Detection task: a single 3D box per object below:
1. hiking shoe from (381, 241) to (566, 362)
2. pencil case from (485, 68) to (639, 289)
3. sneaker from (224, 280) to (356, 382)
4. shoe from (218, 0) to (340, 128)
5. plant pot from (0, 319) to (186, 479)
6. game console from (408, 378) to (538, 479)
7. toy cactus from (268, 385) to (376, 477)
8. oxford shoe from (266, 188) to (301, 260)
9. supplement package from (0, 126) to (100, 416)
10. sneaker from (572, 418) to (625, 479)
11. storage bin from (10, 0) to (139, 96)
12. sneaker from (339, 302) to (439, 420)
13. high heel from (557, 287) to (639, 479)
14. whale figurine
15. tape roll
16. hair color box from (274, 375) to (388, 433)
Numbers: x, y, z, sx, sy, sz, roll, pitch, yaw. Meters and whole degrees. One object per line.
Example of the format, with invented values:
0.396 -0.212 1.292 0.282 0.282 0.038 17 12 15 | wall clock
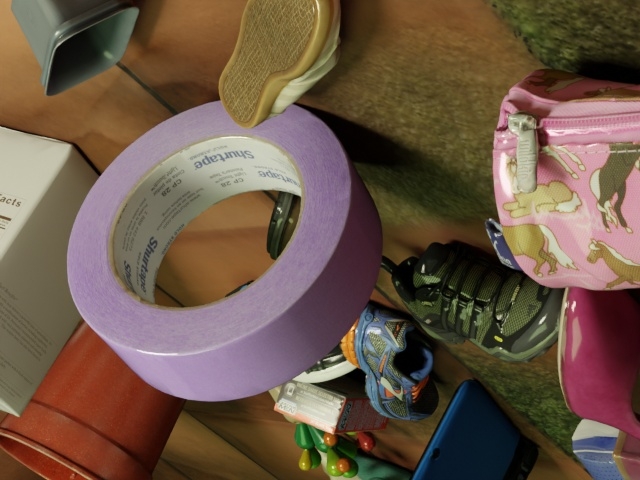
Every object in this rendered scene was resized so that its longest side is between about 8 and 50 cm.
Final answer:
0.144 0.054 1.280 0.114 0.086 0.227 38 158 -28 | hiking shoe
0.279 -0.041 0.808 0.386 0.167 0.160 2 110 50 | pencil case
-0.048 0.108 1.659 0.217 0.079 0.121 -4 127 39 | sneaker
-0.026 -0.159 1.079 0.076 0.058 0.219 61 154 6 | shoe
-0.337 0.258 2.100 0.272 0.265 0.272 25 159 11 | plant pot
0.129 0.342 1.659 0.173 0.293 0.250 36 158 -11 | game console
0.002 0.267 1.953 0.180 0.112 0.219 48 162 5 | toy cactus
0.000 0.000 1.372 0.096 0.082 0.227 12 161 13 | oxford shoe
-0.394 0.032 1.628 0.175 0.293 0.177 14 154 33 | supplement package
0.389 0.345 1.485 0.127 0.182 0.315 -1 143 51 | sneaker
-0.221 -0.205 1.181 0.091 0.098 0.135 58 159 4 | storage bin
0.097 0.154 1.575 0.087 0.083 0.221 9 153 32 | sneaker
0.336 0.136 1.211 0.181 0.127 0.377 3 153 29 | high heel
0.109 0.401 2.082 0.272 0.141 0.216 47 167 27 | whale figurine
-0.087 0.004 1.202 0.275 0.274 0.090 15 155 32 | tape roll
0.021 0.212 1.742 0.093 0.053 0.167 19 -178 27 | hair color box
